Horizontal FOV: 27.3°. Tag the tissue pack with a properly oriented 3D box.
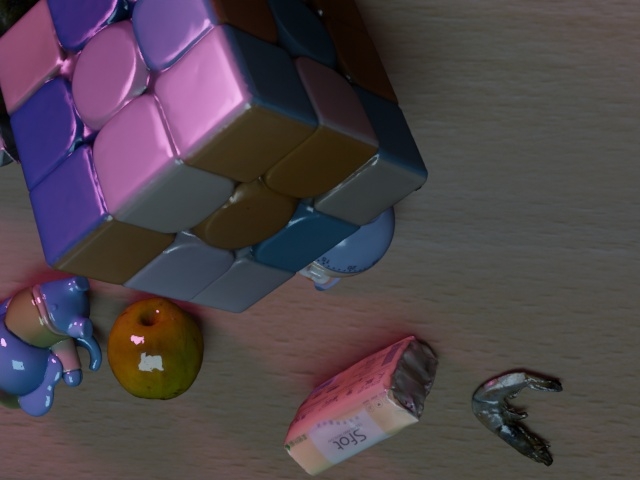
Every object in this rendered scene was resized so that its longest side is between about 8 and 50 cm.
[{"bbox_3d":[0.066,0.251,2.026,0.222,0.186,0.090,-31,103,25],"label":"tissue pack"}]

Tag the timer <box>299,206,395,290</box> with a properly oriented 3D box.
[{"bbox_3d":[0.001,0.006,1.880,0.175,0.175,0.255,29,124,-12],"label":"timer"}]

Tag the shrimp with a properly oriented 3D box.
[{"bbox_3d":[0.342,0.280,2.104,0.195,0.035,0.148,41,117,-18],"label":"shrimp"}]

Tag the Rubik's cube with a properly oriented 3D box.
[{"bbox_3d":[-0.138,-0.157,1.602,0.347,0.346,0.344,-37,148,25],"label":"Rubik's cube"}]

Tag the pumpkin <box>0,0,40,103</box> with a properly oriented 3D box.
[{"bbox_3d":[-0.466,-0.281,1.694,0.232,0.242,0.325,34,126,-6],"label":"pumpkin"}]

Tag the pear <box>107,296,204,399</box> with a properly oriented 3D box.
[{"bbox_3d":[-0.254,0.173,2.035,0.149,0.149,0.162,2,125,5],"label":"pear"}]

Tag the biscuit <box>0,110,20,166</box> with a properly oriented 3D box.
[{"bbox_3d":[-0.539,-0.151,1.832,0.309,0.186,0.079,6,102,3],"label":"biscuit"}]

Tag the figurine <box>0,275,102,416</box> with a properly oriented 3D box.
[{"bbox_3d":[-0.440,0.165,2.051,0.262,0.154,0.180,-28,106,28],"label":"figurine"}]
